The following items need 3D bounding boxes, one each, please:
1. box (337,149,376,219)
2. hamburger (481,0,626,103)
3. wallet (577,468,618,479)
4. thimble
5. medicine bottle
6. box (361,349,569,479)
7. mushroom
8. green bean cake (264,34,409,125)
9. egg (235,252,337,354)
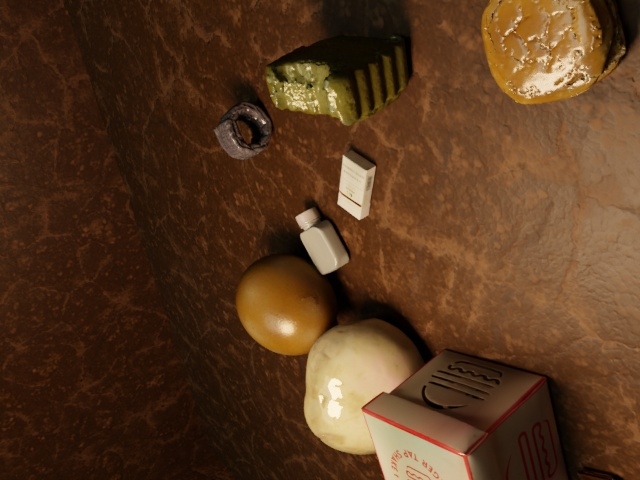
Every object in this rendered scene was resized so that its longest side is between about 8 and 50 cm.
[{"bbox_3d":[0.087,-0.135,1.438,0.084,0.040,0.154,37,142,30],"label":"box"},{"bbox_3d":[0.344,-0.313,0.881,0.214,0.108,0.213,34,143,31],"label":"hamburger"},{"bbox_3d":[0.623,0.572,1.246,0.095,0.026,0.176,-12,107,59],"label":"wallet"},{"bbox_3d":[-0.214,-0.304,1.632,0.098,0.150,0.150,-11,105,58],"label":"thimble"},{"bbox_3d":[0.000,0.000,1.639,0.183,0.069,0.119,60,149,-1],"label":"medicine bottle"},{"bbox_3d":[0.330,0.469,1.320,0.314,0.300,0.312,6,119,54],"label":"box"},{"bbox_3d":[0.094,0.386,1.566,0.353,0.325,0.353,34,145,28],"label":"mushroom"},{"bbox_3d":[0.034,-0.325,1.189,0.236,0.233,0.124,25,139,44],"label":"green bean cake"},{"bbox_3d":[-0.099,0.186,1.717,0.351,0.283,0.282,37,143,53],"label":"egg"}]
